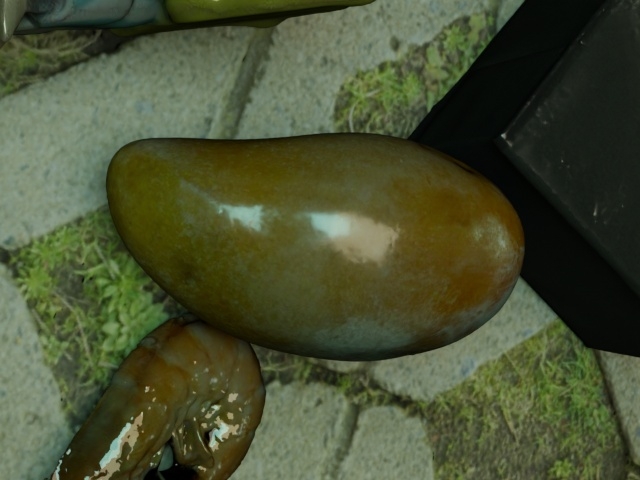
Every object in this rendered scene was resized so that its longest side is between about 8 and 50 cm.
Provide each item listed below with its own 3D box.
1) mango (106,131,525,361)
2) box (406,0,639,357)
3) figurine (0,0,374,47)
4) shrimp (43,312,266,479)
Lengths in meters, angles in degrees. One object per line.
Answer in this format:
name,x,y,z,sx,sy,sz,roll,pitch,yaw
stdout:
mango,0.000,0.000,0.977,0.384,0.221,0.198,13,72,-22
box,0.296,-0.071,1.118,0.345,0.204,0.251,45,75,-20
figurine,-0.135,-0.344,0.868,0.361,0.266,0.377,-14,101,-40
shrimp,-0.149,0.191,0.994,0.152,0.063,0.287,49,63,-25
